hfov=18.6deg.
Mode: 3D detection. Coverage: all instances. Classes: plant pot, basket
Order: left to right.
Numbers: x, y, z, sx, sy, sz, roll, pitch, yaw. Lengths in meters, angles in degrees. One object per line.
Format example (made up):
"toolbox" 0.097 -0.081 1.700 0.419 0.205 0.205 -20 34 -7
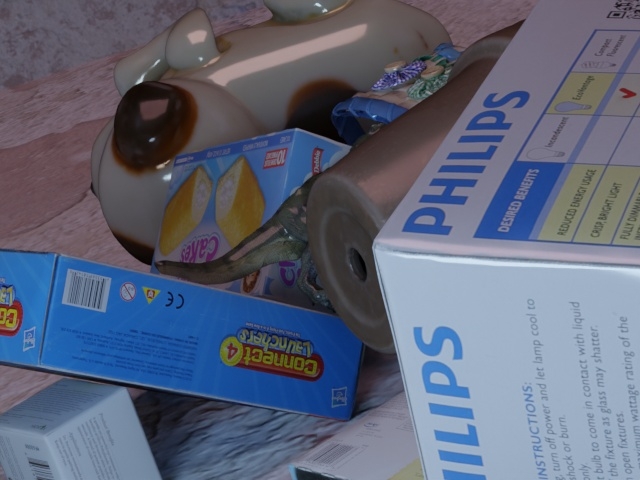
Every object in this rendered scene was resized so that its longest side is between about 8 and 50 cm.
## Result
"basket" 0.094 -0.046 1.801 0.289 0.201 0.255 -51 25 -13
"plant pot" 0.120 -0.022 1.525 0.229 0.263 0.263 -21 16 -25

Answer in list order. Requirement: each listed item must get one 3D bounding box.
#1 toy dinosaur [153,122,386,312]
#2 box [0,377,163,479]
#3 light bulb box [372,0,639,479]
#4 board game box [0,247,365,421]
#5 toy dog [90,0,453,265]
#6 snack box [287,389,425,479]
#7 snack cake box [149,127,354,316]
"toy dinosaur" 0.000 0.000 1.620 0.268 0.118 0.064 -34 -18 -29
"box" -0.196 0.175 1.563 0.087 0.101 0.102 -31 21 -34
"light bulb box" 0.273 0.010 1.165 0.361 0.225 0.358 3 34 25
"board game box" -0.176 0.074 1.613 0.308 0.086 0.302 14 -8 -38
"toy dog" -0.063 -0.106 2.109 0.408 0.284 0.395 -31 38 -31
"snack box" 0.145 0.155 1.325 0.187 0.060 0.322 -29 19 -30
"snack cake box" -0.059 -0.007 1.786 0.089 0.152 0.264 17 -11 -26
